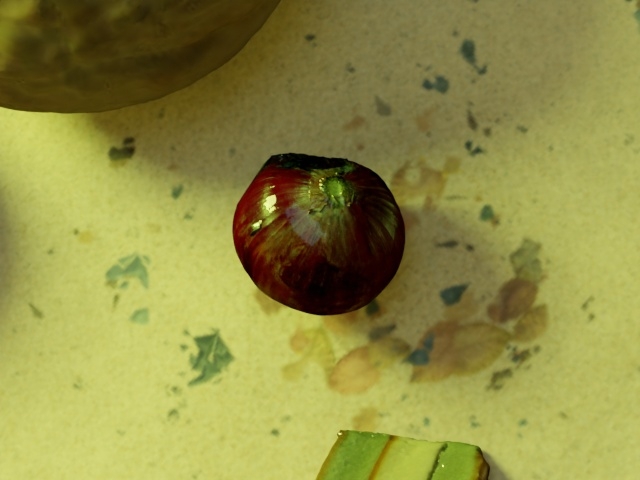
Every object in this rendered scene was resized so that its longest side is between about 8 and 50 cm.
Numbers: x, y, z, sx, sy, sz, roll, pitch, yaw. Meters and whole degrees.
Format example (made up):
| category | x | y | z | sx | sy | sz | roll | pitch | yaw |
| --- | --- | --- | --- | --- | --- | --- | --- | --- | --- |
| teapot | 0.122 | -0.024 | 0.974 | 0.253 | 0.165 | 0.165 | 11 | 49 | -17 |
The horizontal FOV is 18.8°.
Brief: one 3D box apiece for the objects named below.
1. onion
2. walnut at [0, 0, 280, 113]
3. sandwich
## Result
| category | x | y | z | sx | sy | sz | roll | pitch | yaw |
| --- | --- | --- | --- | --- | --- | --- | --- | --- | --- |
| onion | 0.000 | 0.000 | 1.308 | 0.117 | 0.118 | 0.118 | -8 | 69 | -4 |
| walnut | -0.163 | -0.231 | 1.337 | 0.313 | 0.277 | 0.252 | -11 | 57 | -1 |
| sandwich | 0.045 | 0.239 | 1.268 | 0.117 | 0.144 | 0.187 | 5 | 38 | 16 |
